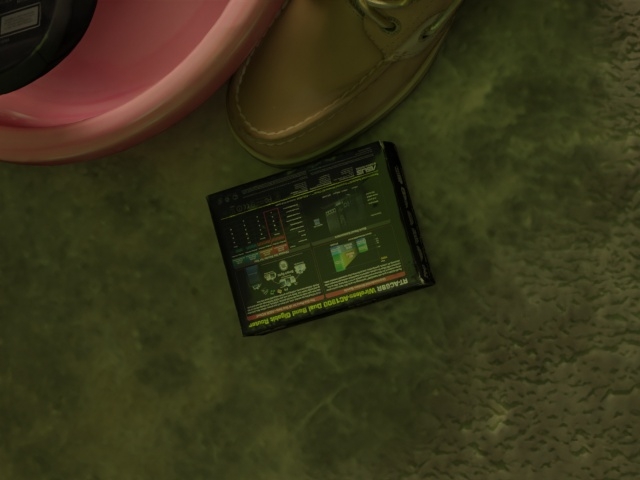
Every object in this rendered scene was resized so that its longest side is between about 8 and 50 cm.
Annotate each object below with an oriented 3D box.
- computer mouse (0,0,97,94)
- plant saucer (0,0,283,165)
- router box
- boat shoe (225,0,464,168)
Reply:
[{"bbox_3d":[-0.133,-0.207,0.906,0.184,0.060,0.262,-17,65,24],"label":"computer mouse"},{"bbox_3d":[-0.149,-0.207,0.988,0.332,0.084,0.332,-3,82,21],"label":"plant saucer"},{"bbox_3d":[0.000,0.000,0.975,0.122,0.038,0.092,-17,83,16],"label":"router box"},{"bbox_3d":[0.045,-0.168,0.935,0.302,0.098,0.109,-45,77,11],"label":"boat shoe"}]
